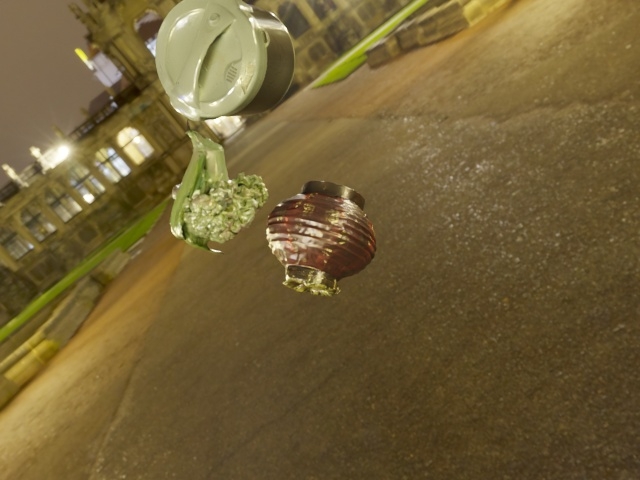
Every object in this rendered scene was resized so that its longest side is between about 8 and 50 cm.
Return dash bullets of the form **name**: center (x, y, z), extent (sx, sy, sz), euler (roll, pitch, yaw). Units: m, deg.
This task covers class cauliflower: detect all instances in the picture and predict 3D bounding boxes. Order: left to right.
- **cauliflower**: center (-0.256, -0.126, 1.406), extent (0.239, 0.315, 0.256), euler (0, 17, 9)

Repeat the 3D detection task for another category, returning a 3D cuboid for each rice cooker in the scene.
- **rice cooker**: center (-0.225, -0.426, 1.424), extent (0.288, 0.288, 0.277), euler (-32, 1, 26)

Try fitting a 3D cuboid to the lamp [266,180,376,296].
- **lamp**: center (0.000, 0.000, 1.263), extent (0.247, 0.247, 0.247), euler (-36, 14, 10)
